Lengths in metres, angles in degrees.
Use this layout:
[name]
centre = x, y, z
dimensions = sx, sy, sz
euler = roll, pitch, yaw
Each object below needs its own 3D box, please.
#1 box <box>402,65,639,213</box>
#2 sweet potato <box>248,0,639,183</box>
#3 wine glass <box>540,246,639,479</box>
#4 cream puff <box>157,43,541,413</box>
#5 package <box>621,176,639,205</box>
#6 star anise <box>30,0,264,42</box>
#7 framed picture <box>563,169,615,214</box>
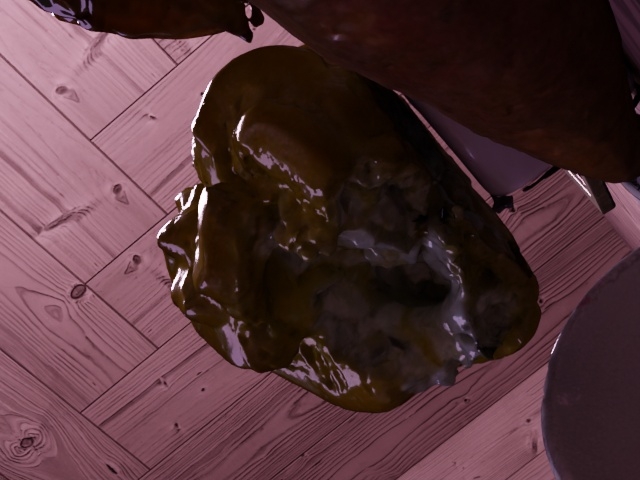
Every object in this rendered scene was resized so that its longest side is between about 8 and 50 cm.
[box]
centre = 0.013, -0.190, 0.718
dimensions = 0.369, 0.112, 0.190
euler = 49, -170, -14
[sweet potato]
centre = 0.009, -0.127, 0.463
dimensions = 0.336, 0.131, 0.131
euler = 47, -171, -32
[wine glass]
centre = 0.169, 0.094, 0.461
dimensions = 0.196, 0.165, 0.165
euler = 50, -173, -39
[cream puff]
centre = -0.001, -0.003, 0.752
dimensions = 0.221, 0.195, 0.194
euler = 48, -171, -28
[package]
centre = 0.219, -0.081, 1.043
dimensions = 0.171, 0.027, 0.173
euler = 53, -171, 10
[star anise]
centre = -0.149, -0.204, 0.736
dimensions = 0.237, 0.148, 0.346
euler = 27, 172, 31
[framed picture]
centre = 0.140, -0.151, 1.008
dimensions = 0.250, 0.016, 0.184
euler = 55, -175, -35
